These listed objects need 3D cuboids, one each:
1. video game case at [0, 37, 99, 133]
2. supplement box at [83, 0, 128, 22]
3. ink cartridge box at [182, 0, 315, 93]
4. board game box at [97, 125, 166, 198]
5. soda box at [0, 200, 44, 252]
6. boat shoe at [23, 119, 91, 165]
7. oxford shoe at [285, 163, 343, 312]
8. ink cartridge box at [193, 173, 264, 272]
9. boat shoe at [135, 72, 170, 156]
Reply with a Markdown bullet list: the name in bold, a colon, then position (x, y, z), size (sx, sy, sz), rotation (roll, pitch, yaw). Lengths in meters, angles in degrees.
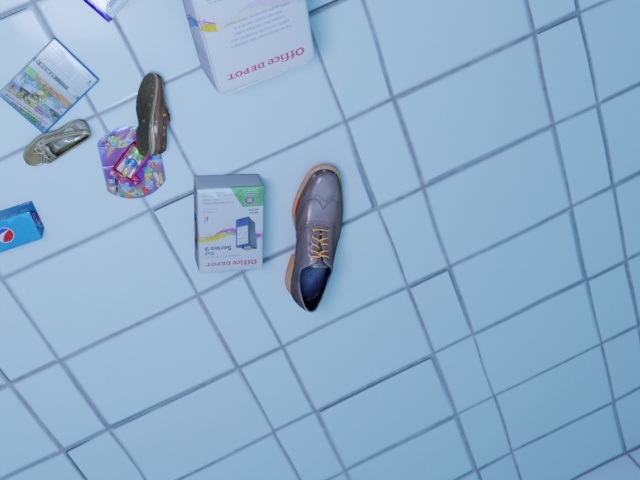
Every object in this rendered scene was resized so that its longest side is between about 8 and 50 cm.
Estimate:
- **video game case**: position (-0.561, -0.318, 1.475), size (0.166, 0.015, 0.119), rotation (-42, 119, 5)
- **supplement box**: position (-0.378, -0.545, 1.367), size (0.220, 0.114, 0.111), rotation (-46, 117, 9)
- **ink cartridge box**: position (-0.151, -0.474, 1.392), size (0.226, 0.131, 0.306), rotation (-23, 139, -13)
- **board game box**: position (-0.416, -0.166, 1.576), size (0.133, 0.033, 0.169), rotation (-10, 117, -11)
- **soda box**: position (-0.716, -0.012, 1.543), size (0.210, 0.067, 0.071), rotation (-19, 118, -6)
- **boat shoe**: position (-0.556, -0.200, 1.506), size (0.153, 0.048, 0.056), rotation (-28, 137, -5)
- **oxford shoe**: position (0.000, 0.000, 1.713), size (0.129, 0.133, 0.364), rotation (0, 114, -15)
- **ink cartridge box**: position (-0.214, -0.039, 1.659), size (0.154, 0.093, 0.213), rotation (-3, 117, -15)
- **boat shoe**: position (-0.357, -0.270, 1.536), size (0.060, 0.064, 0.178), rotation (-11, 113, -48)
